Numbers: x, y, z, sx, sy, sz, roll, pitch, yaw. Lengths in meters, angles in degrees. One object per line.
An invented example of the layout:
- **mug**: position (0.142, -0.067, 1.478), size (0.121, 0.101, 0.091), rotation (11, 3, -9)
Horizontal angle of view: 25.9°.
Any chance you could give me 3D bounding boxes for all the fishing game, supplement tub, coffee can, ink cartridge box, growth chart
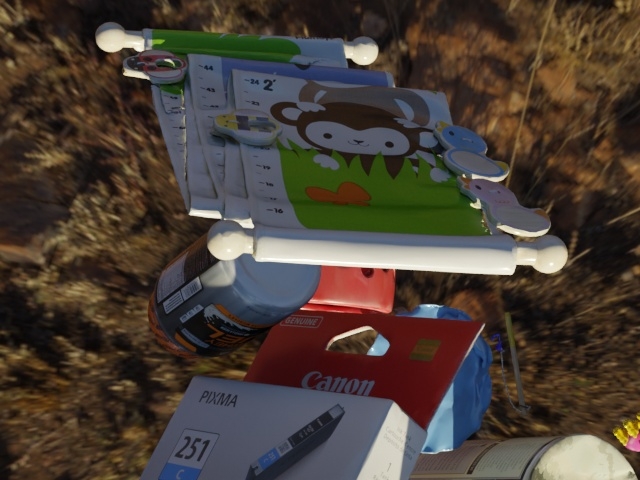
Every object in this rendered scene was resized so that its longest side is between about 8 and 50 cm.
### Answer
- **fishing game**: position (0.130, 0.170, 1.722), size (0.264, 0.041, 0.189), rotation (-16, 94, -23)
- **supplement tub**: position (-0.093, 0.048, 1.407), size (0.117, 0.190, 0.117), rotation (15, 60, -28)
- **coffee can**: position (0.243, 0.350, 1.771), size (0.202, 0.275, 0.201), rotation (7, 77, -32)
- **ink cartridge box**: position (-0.017, 0.162, 1.344), size (0.066, 0.296, 0.261), rotation (44, 62, -33)
- **growth chart**: position (0.001, -0.047, 0.643), size (0.172, 0.237, 0.021), rotation (-2, 121, -20)

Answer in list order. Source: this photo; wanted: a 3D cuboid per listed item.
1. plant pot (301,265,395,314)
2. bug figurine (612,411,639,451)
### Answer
- **plant pot**: position (0.000, 0.000, 1.716), size (0.191, 0.191, 0.174), rotation (4, 86, 3)
- **bug figurine**: position (0.463, 0.230, 1.570), size (0.216, 0.072, 0.279), rotation (-33, 103, 26)
